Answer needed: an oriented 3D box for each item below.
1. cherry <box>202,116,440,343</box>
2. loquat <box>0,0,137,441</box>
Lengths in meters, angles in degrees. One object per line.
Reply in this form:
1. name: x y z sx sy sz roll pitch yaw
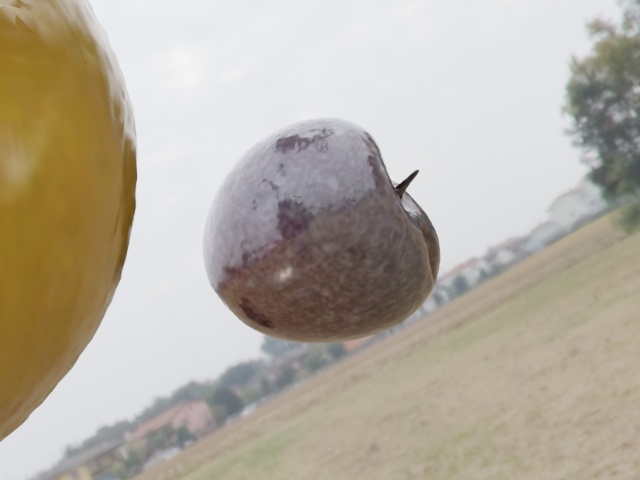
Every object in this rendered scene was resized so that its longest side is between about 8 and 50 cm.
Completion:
1. cherry: -0.004 -0.002 0.744 0.176 0.176 0.140 -30 32 13
2. loquat: -0.200 -0.032 0.382 0.275 0.275 0.275 -28 -7 -3
